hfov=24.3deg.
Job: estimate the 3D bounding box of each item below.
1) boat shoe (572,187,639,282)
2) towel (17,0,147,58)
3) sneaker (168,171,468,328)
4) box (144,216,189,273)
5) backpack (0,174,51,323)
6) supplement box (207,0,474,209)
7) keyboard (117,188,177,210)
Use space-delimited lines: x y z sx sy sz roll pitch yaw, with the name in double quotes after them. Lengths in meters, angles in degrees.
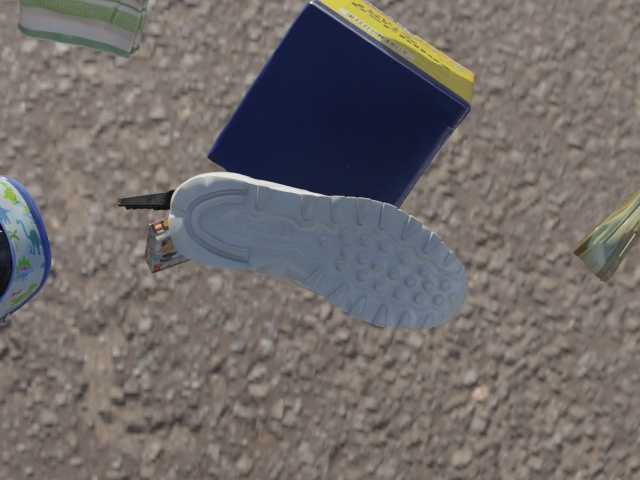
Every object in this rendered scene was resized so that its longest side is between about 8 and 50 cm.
0.317 -0.021 1.465 0.153 0.056 0.048 -39 84 -18 "boat shoe"
-0.207 -0.211 1.302 0.113 0.152 0.023 8 67 -11 "towel"
0.000 0.000 1.132 0.235 0.095 0.090 20 93 -4 "sneaker"
-0.145 -0.012 1.805 0.137 0.094 0.027 -20 68 -20 "box"
-0.238 0.010 1.006 0.084 0.114 0.105 -8 70 -63 "backpack"
0.036 -0.140 1.621 0.195 0.194 0.356 34 14 -1 "supplement box"
-0.124 -0.051 1.615 0.180 0.108 0.023 -14 96 -55 "keyboard"
